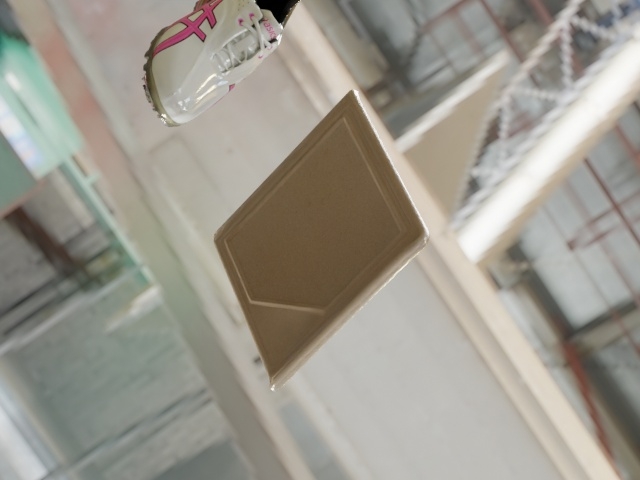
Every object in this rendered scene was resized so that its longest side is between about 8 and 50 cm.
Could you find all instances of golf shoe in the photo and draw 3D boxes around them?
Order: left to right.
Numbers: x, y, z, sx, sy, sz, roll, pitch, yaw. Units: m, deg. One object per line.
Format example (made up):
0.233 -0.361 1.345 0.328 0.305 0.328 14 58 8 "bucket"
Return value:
-0.076 -0.159 1.416 0.086 0.067 0.186 -14 -150 36 "golf shoe"

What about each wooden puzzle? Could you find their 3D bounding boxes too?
0.000 0.000 1.735 0.221 0.044 0.239 -45 -139 22 "wooden puzzle"
